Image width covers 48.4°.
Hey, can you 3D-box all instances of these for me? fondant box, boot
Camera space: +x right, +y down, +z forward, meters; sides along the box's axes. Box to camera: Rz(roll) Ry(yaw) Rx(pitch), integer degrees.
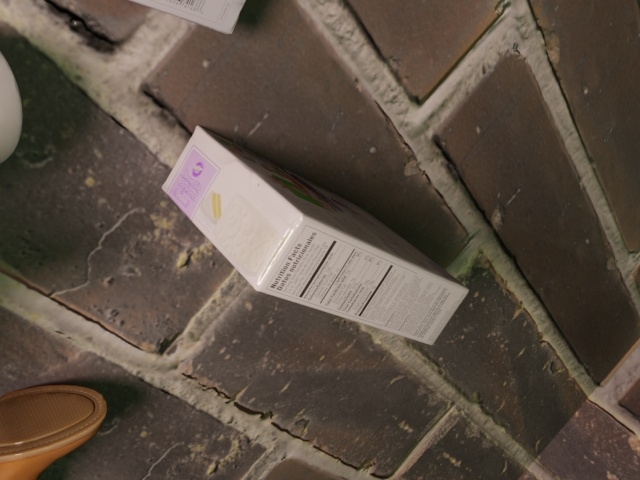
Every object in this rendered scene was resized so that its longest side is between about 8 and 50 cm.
[{"bbox_3d":[0.000,0.000,0.882,0.330,0.238,0.096,24,102,-46],"label":"fondant box"},{"bbox_3d":[-0.377,0.313,0.876,0.284,0.109,0.220,-26,130,-21],"label":"boot"}]

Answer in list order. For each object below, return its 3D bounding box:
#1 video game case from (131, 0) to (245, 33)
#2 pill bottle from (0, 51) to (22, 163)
[{"bbox_3d":[-0.147,-0.338,0.628,0.270,0.061,0.244,7,127,-42],"label":"video game case"},{"bbox_3d":[-0.372,-0.082,0.515,0.278,0.162,0.162,-38,144,-56],"label":"pill bottle"}]
